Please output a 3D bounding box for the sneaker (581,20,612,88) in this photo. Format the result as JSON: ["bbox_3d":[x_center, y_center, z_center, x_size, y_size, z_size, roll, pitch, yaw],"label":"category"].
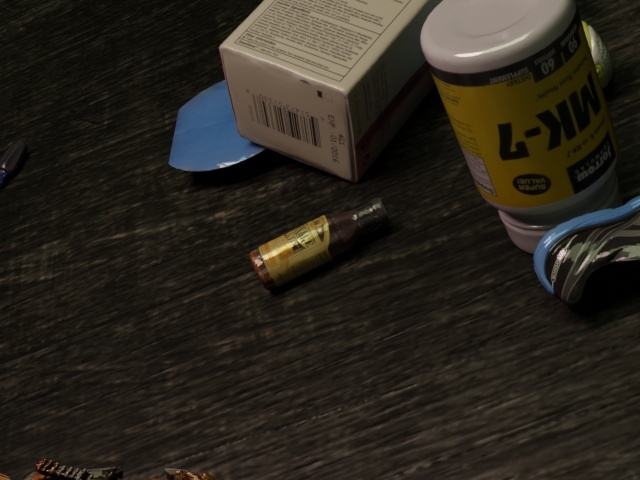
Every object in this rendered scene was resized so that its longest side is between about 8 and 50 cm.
[{"bbox_3d":[0.178,-0.200,1.188,0.126,0.091,0.240,-28,37,1],"label":"sneaker"}]

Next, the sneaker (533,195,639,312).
[{"bbox_3d":[0.257,0.001,0.926,0.188,0.067,0.078,-24,57,1],"label":"sneaker"}]

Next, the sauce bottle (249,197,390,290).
[{"bbox_3d":[0.000,0.000,1.097,0.128,0.042,0.042,-28,36,0],"label":"sauce bottle"}]

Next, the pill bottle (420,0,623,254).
[{"bbox_3d":[0.166,-0.095,0.965,0.119,0.208,0.119,-18,37,14],"label":"pill bottle"}]

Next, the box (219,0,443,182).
[{"bbox_3d":[0.031,-0.194,1.215,0.149,0.127,0.232,24,57,25],"label":"box"}]

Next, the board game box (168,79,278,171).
[{"bbox_3d":[-0.090,-0.117,1.304,0.133,0.033,0.168,-16,38,13],"label":"board game box"}]

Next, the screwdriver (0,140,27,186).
[{"bbox_3d":[-0.383,-0.056,1.429,0.025,0.024,0.170,-36,26,41],"label":"screwdriver"}]

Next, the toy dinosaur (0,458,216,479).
[{"bbox_3d":[-0.217,0.230,0.823,0.322,0.164,0.218,-22,26,3],"label":"toy dinosaur"}]
